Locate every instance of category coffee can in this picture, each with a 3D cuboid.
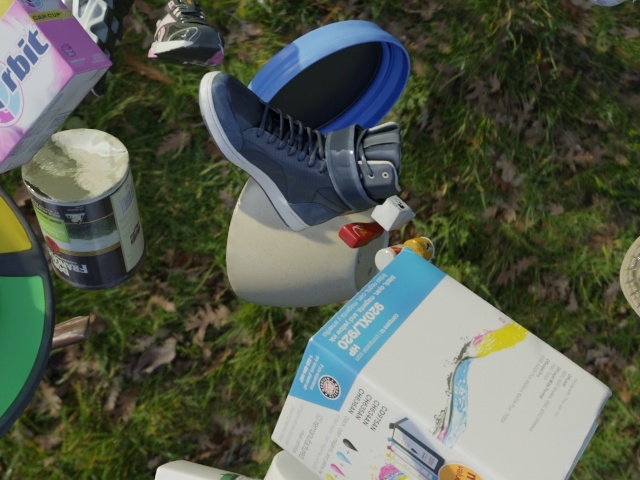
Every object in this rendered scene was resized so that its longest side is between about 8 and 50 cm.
[{"bbox_3d":[-0.472,-0.059,1.551,0.201,0.201,0.275,16,140,9],"label":"coffee can"}]

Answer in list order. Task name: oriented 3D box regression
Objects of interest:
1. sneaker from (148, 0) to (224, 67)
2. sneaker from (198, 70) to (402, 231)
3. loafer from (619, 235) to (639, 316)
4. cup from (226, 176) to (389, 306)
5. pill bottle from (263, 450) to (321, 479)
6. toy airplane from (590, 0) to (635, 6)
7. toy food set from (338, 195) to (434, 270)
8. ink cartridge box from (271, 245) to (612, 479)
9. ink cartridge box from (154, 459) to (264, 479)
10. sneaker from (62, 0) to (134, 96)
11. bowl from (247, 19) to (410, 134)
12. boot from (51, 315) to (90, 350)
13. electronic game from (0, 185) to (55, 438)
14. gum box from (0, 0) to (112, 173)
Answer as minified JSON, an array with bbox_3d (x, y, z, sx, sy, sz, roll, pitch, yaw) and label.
[{"bbox_3d":[-0.159,-0.244,0.876,0.072,0.178,0.077,6,99,-30],"label":"sneaker"},{"bbox_3d":[-0.007,-0.107,0.786,0.163,0.086,0.226,-13,139,28],"label":"sneaker"},{"bbox_3d":[0.360,0.078,0.589,0.268,0.092,0.102,37,95,39],"label":"loafer"},{"bbox_3d":[0.000,0.000,1.547,0.237,0.331,0.331,16,112,23],"label":"cup"},{"bbox_3d":[-0.051,0.441,1.036,0.161,0.161,0.283,22,100,6],"label":"pill bottle"},{"bbox_3d":[0.426,-0.501,1.195,0.386,0.384,0.272,0,88,-10],"label":"toy airplane"},{"bbox_3d":[0.103,-0.037,1.248,0.232,0.104,0.111,44,124,25],"label":"toy food set"},{"bbox_3d":[0.107,0.163,0.708,0.232,0.168,0.171,35,135,16],"label":"ink cartridge box"},{"bbox_3d":[-0.091,0.353,0.856,0.219,0.092,0.160,10,80,10],"label":"ink cartridge box"},{"bbox_3d":[-0.393,-0.411,1.266,0.146,0.122,0.330,13,76,7],"label":"sneaker"},{"bbox_3d":[0.004,-0.295,1.584,0.391,0.391,0.077,-41,67,23],"label":"bowl"},{"bbox_3d":[-0.362,0.123,1.040,0.114,0.106,0.037,-25,121,-2],"label":"boot"},{"bbox_3d":[-0.242,0.021,0.368,0.229,0.229,0.048,48,127,-4],"label":"electronic game"},{"bbox_3d":[-0.314,-0.159,0.780,0.188,0.062,0.107,-37,93,31],"label":"gum box"}]
